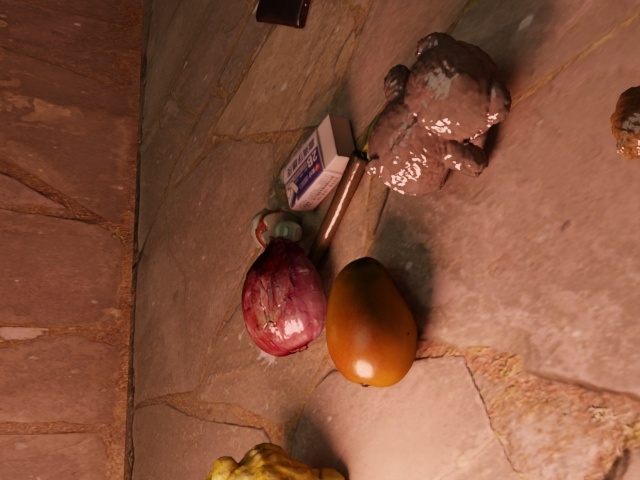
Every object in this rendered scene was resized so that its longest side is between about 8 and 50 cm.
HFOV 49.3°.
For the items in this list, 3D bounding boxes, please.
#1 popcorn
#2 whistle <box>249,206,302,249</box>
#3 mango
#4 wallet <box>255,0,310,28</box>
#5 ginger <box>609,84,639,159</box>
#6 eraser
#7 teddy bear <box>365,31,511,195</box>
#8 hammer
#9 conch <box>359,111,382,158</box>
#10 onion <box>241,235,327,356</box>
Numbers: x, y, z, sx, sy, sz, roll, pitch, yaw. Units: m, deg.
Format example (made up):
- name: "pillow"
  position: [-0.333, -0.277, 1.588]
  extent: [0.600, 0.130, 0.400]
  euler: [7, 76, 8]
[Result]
- name: "popcorn"
  position: [-0.089, 0.502, 1.337]
  extent: [0.250, 0.242, 0.234]
  euler: [-48, 40, 41]
- name: "whistle"
  position: [-0.108, -0.023, 1.671]
  extent: [0.253, 0.106, 0.101]
  euler: [12, 121, 62]
- name: "mango"
  position: [0.082, 0.150, 1.237]
  extent: [0.175, 0.139, 0.254]
  euler: [-52, 30, 23]
- name: "wallet"
  position: [-0.098, -0.670, 1.908]
  extent: [0.309, 0.042, 0.165]
  euler: [39, 117, 58]
- name: "ginger"
  position: [0.402, -0.171, 0.826]
  extent: [0.165, 0.067, 0.096]
  euler: [-62, 31, 7]
- name: "eraser"
  position: [-0.003, -0.169, 1.557]
  extent: [0.210, 0.068, 0.124]
  euler: [-46, 43, 45]
- name: "teddy bear"
  position: [0.182, -0.197, 1.126]
  extent: [0.236, 0.151, 0.267]
  euler: [48, 124, 19]
- name: "hammer"
  position: [0.000, 0.000, 1.523]
  extent: [0.439, 0.044, 0.168]
  euler: [-66, 31, 26]
- name: "conch"
  position: [0.130, -0.190, 1.315]
  extent: [0.200, 0.080, 0.094]
  euler: [114, 140, -58]
- name: "onion"
  position: [-0.103, 0.107, 1.501]
  extent: [0.227, 0.120, 0.283]
  euler: [-40, 54, 37]
